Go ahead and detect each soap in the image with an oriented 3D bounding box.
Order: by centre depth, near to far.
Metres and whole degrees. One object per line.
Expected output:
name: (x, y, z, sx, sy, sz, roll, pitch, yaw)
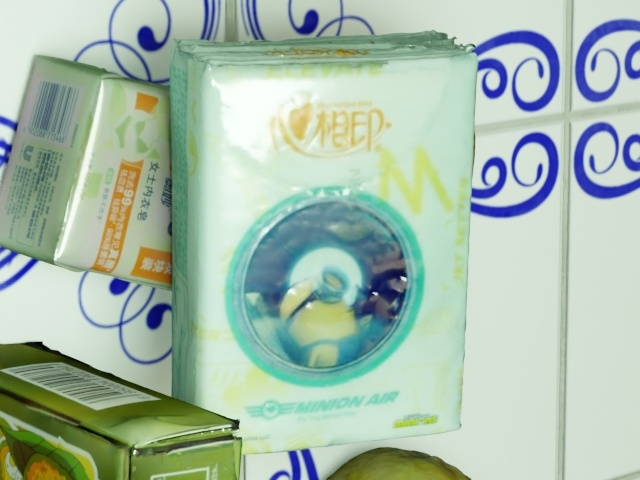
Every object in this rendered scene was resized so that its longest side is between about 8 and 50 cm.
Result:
soap: (-0.202, -0.065, 1.928, 0.182, 0.138, 0.199, 13, 92, -40)

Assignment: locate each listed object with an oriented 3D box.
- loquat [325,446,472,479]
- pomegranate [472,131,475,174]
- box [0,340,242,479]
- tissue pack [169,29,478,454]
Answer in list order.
loquat: (0.102, 0.383, 2.199, 0.276, 0.276, 0.283, 16, 87, -39)
pomegranate: (0.050, -0.097, 2.069, 0.248, 0.248, 0.248, -10, 106, -36)
box: (-0.238, 0.332, 1.838, 0.138, 0.373, 0.420, -2, 101, -39)
tissue pack: (0.000, 0.000, 1.876, 0.287, 0.162, 0.388, -5, 107, -18)
